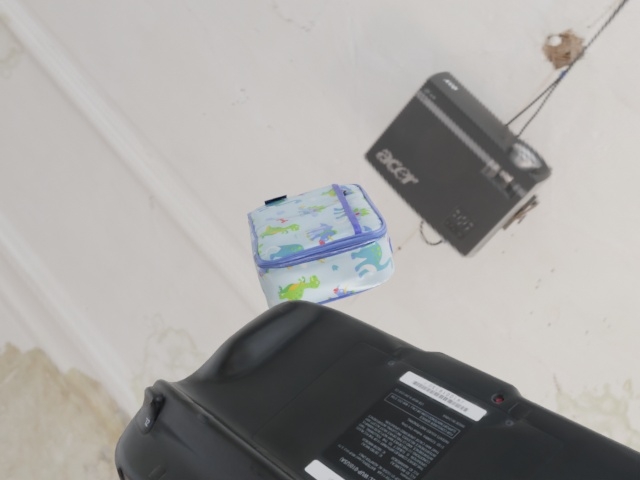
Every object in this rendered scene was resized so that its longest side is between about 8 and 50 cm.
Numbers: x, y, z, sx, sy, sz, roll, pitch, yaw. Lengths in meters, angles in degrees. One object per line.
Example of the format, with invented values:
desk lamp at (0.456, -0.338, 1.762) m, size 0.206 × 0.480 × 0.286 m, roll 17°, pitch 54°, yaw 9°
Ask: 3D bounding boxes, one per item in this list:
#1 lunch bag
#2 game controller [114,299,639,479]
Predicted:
lunch bag at (0.000, 0.000, 1.016) m, size 0.176 × 0.219 × 0.090 m, roll -14°, pitch -68°, yaw -1°
game controller at (0.026, 0.120, 0.380) m, size 0.319 × 0.166 × 0.067 m, roll 22°, pitch -47°, yaw 48°
